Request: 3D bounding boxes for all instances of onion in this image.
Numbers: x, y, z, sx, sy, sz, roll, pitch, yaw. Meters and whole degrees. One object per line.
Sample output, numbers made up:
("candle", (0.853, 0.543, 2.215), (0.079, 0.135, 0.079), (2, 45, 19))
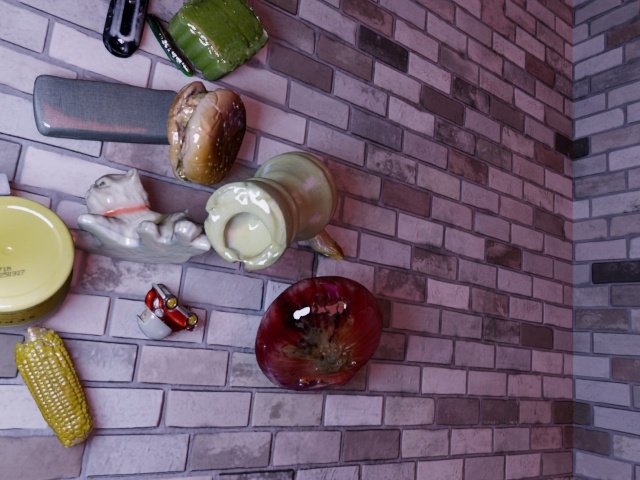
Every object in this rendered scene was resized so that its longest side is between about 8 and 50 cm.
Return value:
("onion", (-0.015, 0.226, 1.368), (0.347, 0.285, 0.348), (-10, 123, -15))

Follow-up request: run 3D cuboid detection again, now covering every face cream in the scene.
("face cream", (-0.586, 0.048, 0.974), (0.218, 0.179, 0.218), (11, 65, -25))

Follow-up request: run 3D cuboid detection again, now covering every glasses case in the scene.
("glasses case", (-0.479, -0.295, 1.191), (0.323, 0.074, 0.131), (-3, 87, -36))

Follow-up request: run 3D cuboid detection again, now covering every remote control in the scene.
("remote control", (-0.459, -0.572, 1.247), (0.090, 0.066, 0.266), (16, 75, -37))

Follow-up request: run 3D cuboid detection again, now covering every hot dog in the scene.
("hot dog", (-0.001, 0.001, 1.502), (0.169, 0.061, 0.078), (52, 24, 4))

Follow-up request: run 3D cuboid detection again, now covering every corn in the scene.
("corn", (-0.543, 0.297, 1.057), (0.097, 0.097, 0.262), (-24, 97, -35))

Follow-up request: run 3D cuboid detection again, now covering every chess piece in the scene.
("chess piece", (-0.107, -0.078, 1.212), (0.442, 0.234, 0.234), (-46, 116, -71))

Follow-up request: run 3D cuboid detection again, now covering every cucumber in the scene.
("cucumber", (-0.385, -0.494, 1.312), (0.036, 0.033, 0.184), (-38, 105, -14))

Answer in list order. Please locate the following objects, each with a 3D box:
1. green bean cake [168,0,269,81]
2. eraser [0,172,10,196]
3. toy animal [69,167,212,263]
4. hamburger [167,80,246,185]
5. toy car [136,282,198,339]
("green bean cake", (-0.264, -0.548, 1.355), (0.200, 0.113, 0.214), (49, 59, -20))
("eraser", (-0.718, -0.096, 0.984), (0.212, 0.092, 0.046), (-7, 89, -36))
("toy animal", (-0.370, -0.056, 1.118), (0.266, 0.308, 0.188), (35, 51, -31))
("hamburger", (-0.271, -0.254, 1.250), (0.146, 0.286, 0.243), (15, 109, 5))
("toy car", (-0.365, 0.180, 1.202), (0.112, 0.112, 0.139), (-48, 121, -14))
